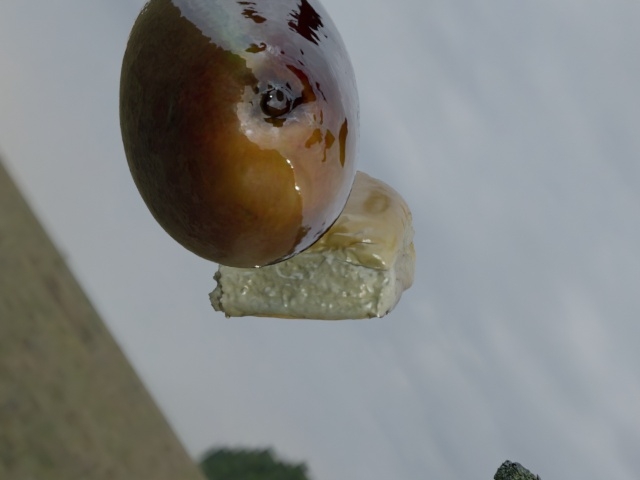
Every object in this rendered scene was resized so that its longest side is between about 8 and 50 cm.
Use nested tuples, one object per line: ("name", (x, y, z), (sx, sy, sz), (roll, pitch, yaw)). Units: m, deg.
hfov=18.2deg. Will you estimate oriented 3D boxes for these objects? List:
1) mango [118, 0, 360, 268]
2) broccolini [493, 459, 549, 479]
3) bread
("mango", (-0.039, -0.064, 0.932), (0.267, 0.111, 0.133), (-103, -178, -69))
("broccolini", (0.197, 0.212, 1.619), (0.140, 0.030, 0.035), (26, 0, -27))
("bread", (0.000, 0.001, 1.134), (0.125, 0.106, 0.082), (-39, 124, -74))
